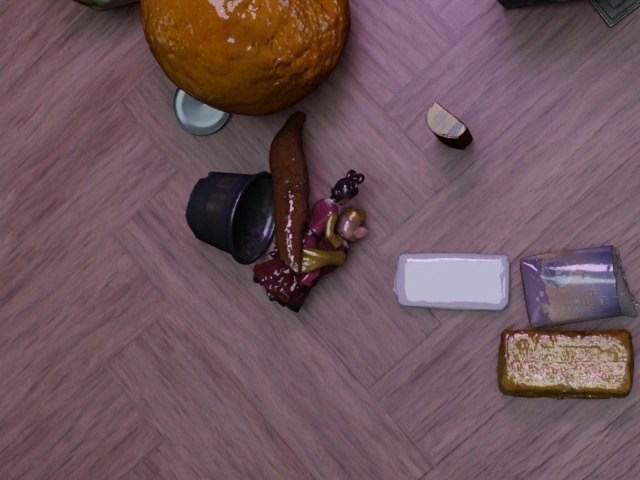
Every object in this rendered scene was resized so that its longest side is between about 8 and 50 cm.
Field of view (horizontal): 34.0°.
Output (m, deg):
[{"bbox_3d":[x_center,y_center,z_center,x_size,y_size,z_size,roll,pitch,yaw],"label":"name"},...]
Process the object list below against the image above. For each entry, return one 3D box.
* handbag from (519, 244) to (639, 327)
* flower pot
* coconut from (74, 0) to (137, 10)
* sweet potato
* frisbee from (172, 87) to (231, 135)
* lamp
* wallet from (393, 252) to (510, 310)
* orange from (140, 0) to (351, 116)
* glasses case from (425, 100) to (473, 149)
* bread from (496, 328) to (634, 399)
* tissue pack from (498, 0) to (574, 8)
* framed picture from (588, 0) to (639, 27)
[{"bbox_3d":[0.406,0.071,1.641,0.173,0.095,0.117,-8,93,19],"label":"handbag"},{"bbox_3d":[-0.149,-0.048,1.731,0.107,0.157,0.157,16,92,23],"label":"flower pot"},{"bbox_3d":[-0.364,-0.485,1.757,0.236,0.236,0.204,7,57,12],"label":"coconut"},{"bbox_3d":[-0.047,-0.087,1.681,0.066,0.072,0.314,0,58,-7],"label":"sweet potato"},{"bbox_3d":[-0.203,-0.236,1.809,0.110,0.014,0.110,0,90,11],"label":"frisbee"},{"bbox_3d":[0.000,0.000,1.716,0.118,0.118,0.253,42,94,10],"label":"lamp"},{"bbox_3d":[0.212,0.067,1.706,0.190,0.033,0.095,0,87,11],"label":"wallet"},{"bbox_3d":[-0.122,-0.363,1.642,0.293,0.341,0.340,-3,88,38],"label":"orange"},{"bbox_3d":[0.200,-0.174,1.644,0.065,0.170,0.041,39,96,9],"label":"glasses case"},{"bbox_3d":[0.383,0.193,1.641,0.211,0.083,0.113,1,84,12],"label":"bread"},{"bbox_3d":[0.353,-0.424,1.534,0.228,0.316,0.103,-2,91,19],"label":"tissue pack"},{"bbox_3d":[0.504,-0.474,1.668,0.231,0.010,0.173,-38,81,8],"label":"framed picture"}]
